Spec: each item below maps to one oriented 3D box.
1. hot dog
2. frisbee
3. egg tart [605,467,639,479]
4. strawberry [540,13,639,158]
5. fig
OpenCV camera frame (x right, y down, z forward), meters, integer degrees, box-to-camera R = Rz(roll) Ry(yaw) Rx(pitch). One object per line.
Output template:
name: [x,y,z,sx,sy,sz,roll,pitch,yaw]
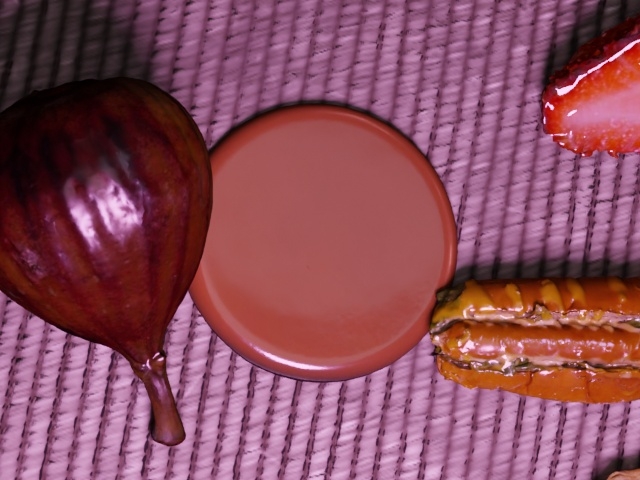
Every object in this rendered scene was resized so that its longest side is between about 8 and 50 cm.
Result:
hot dog: [0.226,0.087,1.670,0.269,0.072,0.115,-2,89,-12]
frisbee: [0.000,0.000,1.664,0.251,0.021,0.250,2,79,-11]
egg tart: [0.277,0.248,1.666,0.105,0.039,0.105,2,80,-11]
strawberry: [0.319,-0.158,1.716,0.236,0.106,0.175,12,116,-8]
fig: [-0.161,0.024,1.560,0.217,0.217,0.320,-27,108,-14]
